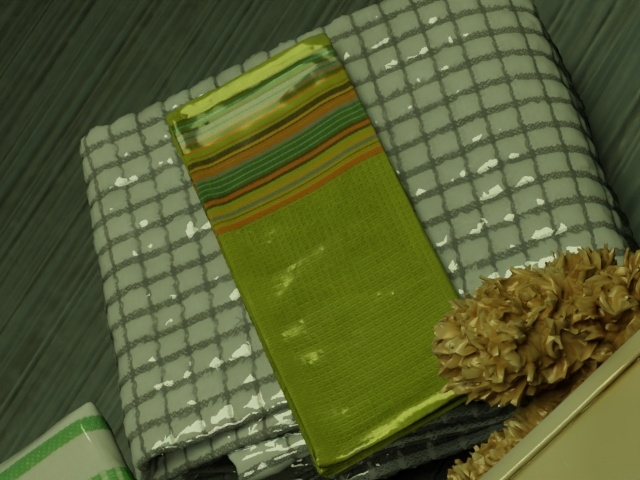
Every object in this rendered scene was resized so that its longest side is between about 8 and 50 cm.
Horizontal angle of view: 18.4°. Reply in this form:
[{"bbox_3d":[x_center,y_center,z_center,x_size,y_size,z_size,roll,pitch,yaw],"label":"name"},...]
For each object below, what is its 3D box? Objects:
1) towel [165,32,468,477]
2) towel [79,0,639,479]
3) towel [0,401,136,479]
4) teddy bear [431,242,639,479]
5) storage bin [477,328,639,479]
[{"bbox_3d":[0.000,0.000,1.005,0.102,0.021,0.237,-31,55,8],"label":"towel"},{"bbox_3d":[0.023,0.010,1.076,0.283,0.121,0.235,-24,55,12],"label":"towel"},{"bbox_3d":[-0.162,0.269,1.009,0.248,0.038,0.325,-34,50,17],"label":"towel"},{"bbox_3d":[0.158,0.092,0.889,0.338,0.113,0.245,-37,90,-6],"label":"teddy bear"},{"bbox_3d":[0.184,0.180,0.802,0.262,0.260,0.123,-43,21,-1],"label":"storage bin"}]
